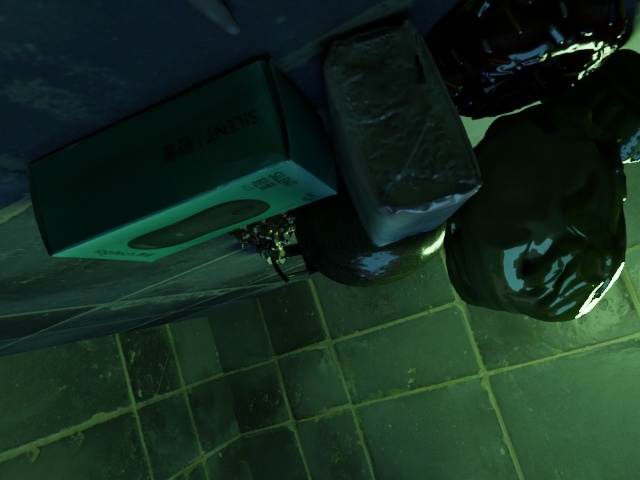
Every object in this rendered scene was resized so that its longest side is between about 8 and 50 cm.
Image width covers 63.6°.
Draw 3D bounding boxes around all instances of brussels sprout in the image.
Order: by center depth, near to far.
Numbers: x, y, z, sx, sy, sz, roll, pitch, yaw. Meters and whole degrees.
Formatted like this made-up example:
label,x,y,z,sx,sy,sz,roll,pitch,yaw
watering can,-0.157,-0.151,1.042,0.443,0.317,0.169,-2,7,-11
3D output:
label,x,y,z,sx,sy,sz,roll,pitch,yaw
brussels sprout,0.294,-0.031,0.742,0.246,0.329,0.328,-14,173,16

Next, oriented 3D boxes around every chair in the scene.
label,x,y,z,sx,sy,sz,roll,pitch,yaw
chair,0.000,0.000,1.313,0.141,0.155,0.260,-25,172,35

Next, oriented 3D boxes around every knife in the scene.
label,x,y,z,sx,sy,sz,roll,pitch,yaw
knife,-0.139,0.036,1.503,0.040,0.073,0.265,-10,174,4

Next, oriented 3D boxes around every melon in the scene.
label,x,y,z,sx,sy,sz,roll,pitch,yaw
melon,0.105,-0.051,0.892,0.301,0.238,0.237,-27,177,-28

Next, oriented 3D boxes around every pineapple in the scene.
label,x,y,z,sx,sy,sz,roll,pitch,yaw
pineapple,-0.095,-0.029,0.950,0.161,0.137,0.176,-11,170,-38

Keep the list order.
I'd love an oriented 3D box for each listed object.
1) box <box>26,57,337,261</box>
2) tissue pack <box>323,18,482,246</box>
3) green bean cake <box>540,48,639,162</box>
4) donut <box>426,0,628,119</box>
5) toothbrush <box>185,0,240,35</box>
label,x,y,z,sx,sy,sz,roll,pitch,yaw
box,-0.150,-0.074,0.626,0.311,0.118,0.205,-20,173,13
tissue pack,0.086,-0.106,0.630,0.124,0.202,0.271,-22,171,0
green bean cake,0.454,-0.208,0.779,0.183,0.185,0.094,-11,146,-28
donut,0.238,-0.220,0.600,0.234,0.090,0.235,-16,170,-3
toothbrush,-0.115,-0.187,0.288,0.029,0.025,0.307,-29,169,15
